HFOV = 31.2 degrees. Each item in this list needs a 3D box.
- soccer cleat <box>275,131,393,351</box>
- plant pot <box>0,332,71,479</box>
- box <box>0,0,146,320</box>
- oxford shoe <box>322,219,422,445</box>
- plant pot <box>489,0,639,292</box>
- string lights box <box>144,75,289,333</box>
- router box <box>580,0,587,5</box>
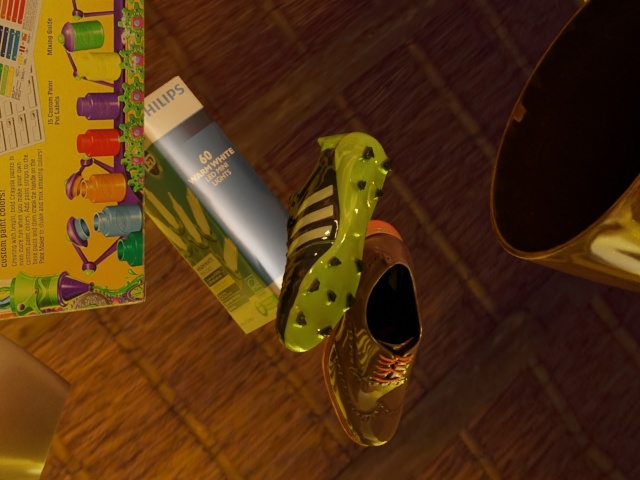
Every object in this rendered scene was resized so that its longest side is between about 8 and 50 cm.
[{"bbox_3d":[0.000,0.000,0.885,0.072,0.060,0.179,7,-108,45],"label":"soccer cleat"},{"bbox_3d":[-0.461,0.198,1.427,0.274,0.256,0.257,19,-68,-9],"label":"plant pot"},{"bbox_3d":[-0.274,-0.102,0.740,0.279,0.177,0.290,-5,-76,-33],"label":"box"},{"bbox_3d":[0.059,0.120,1.238,0.096,0.098,0.271,-10,-64,-14],"label":"oxford shoe"},{"bbox_3d":[0.270,-0.040,0.775,0.230,0.215,0.215,26,-67,-18],"label":"plant pot"},{"bbox_3d":[-0.114,-0.033,1.221,0.260,0.077,0.133,50,-28,-3],"label":"string lights box"},{"bbox_3d":[0.260,-0.290,0.995,0.133,0.046,0.179,-35,-71,3],"label":"router box"}]
